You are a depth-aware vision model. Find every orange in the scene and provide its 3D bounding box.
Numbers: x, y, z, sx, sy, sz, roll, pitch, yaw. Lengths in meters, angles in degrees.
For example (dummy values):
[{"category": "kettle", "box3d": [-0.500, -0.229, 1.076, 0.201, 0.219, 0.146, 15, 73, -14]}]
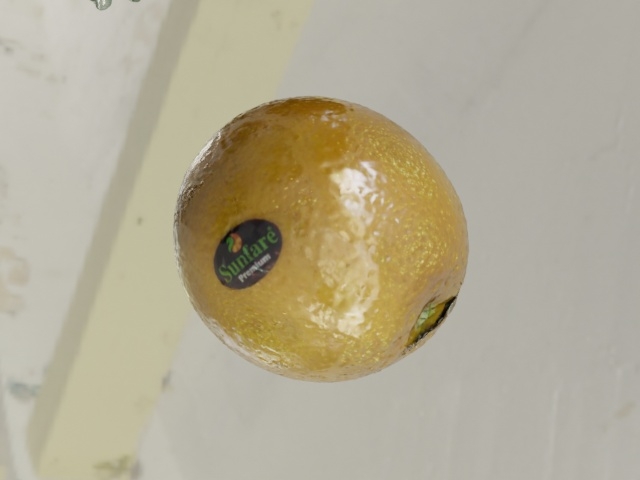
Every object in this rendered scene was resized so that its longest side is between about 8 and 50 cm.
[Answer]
[{"category": "orange", "box3d": [0.000, 0.000, 1.239, 0.274, 0.274, 0.274, -33, -128, 58]}]

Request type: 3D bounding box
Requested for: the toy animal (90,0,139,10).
[{"category": "toy animal", "box3d": [-0.271, -0.401, 1.790, 0.251, 0.125, 0.127, -115, -137, -56]}]
